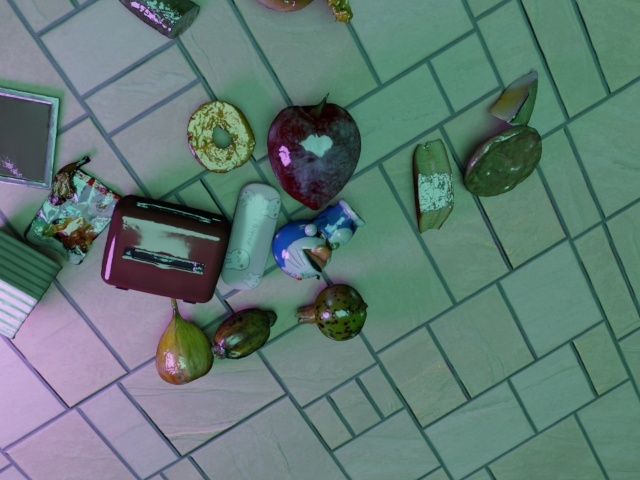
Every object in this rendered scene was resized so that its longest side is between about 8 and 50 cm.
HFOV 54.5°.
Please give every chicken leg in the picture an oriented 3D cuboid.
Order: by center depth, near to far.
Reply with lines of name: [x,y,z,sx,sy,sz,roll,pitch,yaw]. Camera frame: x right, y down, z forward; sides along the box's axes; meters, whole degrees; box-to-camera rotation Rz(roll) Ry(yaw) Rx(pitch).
chicken leg: [-0.620,-0.150,1.526,0.062,0.037,0.145,24,91,-27]

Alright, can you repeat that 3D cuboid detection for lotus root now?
lotus root: [-0.208,0.248,1.697,0.209,0.120,0.120,-31,113,-29]

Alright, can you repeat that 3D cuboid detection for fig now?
fig: [-0.375,0.260,1.662,0.159,0.159,0.257,-8,102,-7]

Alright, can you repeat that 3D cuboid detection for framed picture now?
framed picture: [-0.788,-0.257,1.491,0.296,0.019,0.232,10,105,-12]

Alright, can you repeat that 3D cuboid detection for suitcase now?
suitcase: [-0.388,0.021,1.572,0.297,0.161,0.236,13,107,-13]

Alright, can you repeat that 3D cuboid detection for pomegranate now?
pomegranate: [0.032,0.199,1.717,0.205,0.159,0.159,-9,111,19]

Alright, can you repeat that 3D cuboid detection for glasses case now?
glasses case: [-0.184,-0.009,1.645,0.113,0.075,0.297,12,104,-12]

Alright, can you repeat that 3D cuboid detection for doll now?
doll: [0.000,0.000,1.633,0.256,0.161,0.215,-35,150,8]

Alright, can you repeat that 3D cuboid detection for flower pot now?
flower pot: [-0.770,0.107,1.508,0.189,0.209,0.239,33,97,-19]

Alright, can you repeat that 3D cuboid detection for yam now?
yam: [-0.382,-0.547,1.430,0.183,0.107,0.107,33,99,-15]

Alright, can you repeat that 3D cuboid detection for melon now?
melon: [0.529,-0.359,1.669,0.202,0.093,0.139,-55,140,-20]

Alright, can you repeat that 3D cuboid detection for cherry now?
cherry: [-0.018,-0.217,1.543,0.230,0.203,0.300,-6,117,-15]

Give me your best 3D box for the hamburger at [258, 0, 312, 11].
hamburger: [-0.094,-0.672,1.423,0.243,0.146,0.286,-24,108,-9]

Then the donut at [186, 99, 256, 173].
donut: [-0.252,-0.263,1.561,0.162,0.065,0.178,-20,109,-9]

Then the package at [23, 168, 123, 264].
package: [-0.625,-0.056,1.573,0.166,0.040,0.232,36,96,-19]

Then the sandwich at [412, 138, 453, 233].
sandwich: [0.303,-0.138,1.685,0.094,0.096,0.258,-7,106,-2]

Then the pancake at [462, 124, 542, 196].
pancake: [0.496,-0.215,1.685,0.241,0.050,0.242,-13,141,-10]

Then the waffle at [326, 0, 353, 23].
waffle: [0.062,-0.672,1.412,0.293,0.069,0.260,-52,133,-23]
